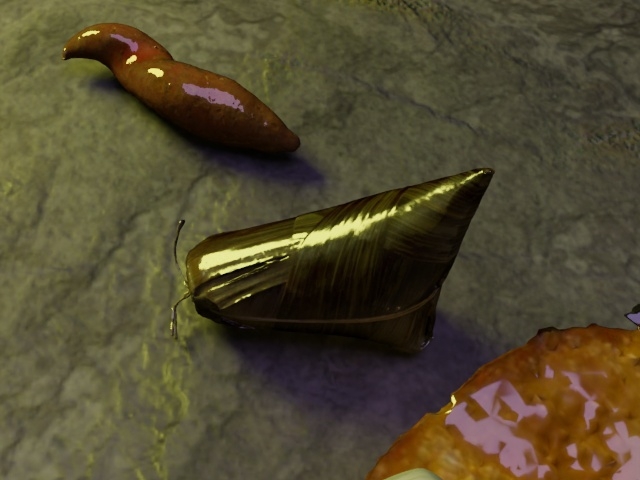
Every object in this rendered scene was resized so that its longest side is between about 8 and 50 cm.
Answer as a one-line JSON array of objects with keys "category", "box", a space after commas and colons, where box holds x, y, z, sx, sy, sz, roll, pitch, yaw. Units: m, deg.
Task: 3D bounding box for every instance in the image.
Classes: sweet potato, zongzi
[{"category": "sweet potato", "box": [-0.108, -0.118, 0.797, 0.202, 0.058, 0.055, 30, 77, 7]}, {"category": "zongzi", "box": [0.000, 0.000, 0.664, 0.187, 0.184, 0.084, 4, 56, -9]}]

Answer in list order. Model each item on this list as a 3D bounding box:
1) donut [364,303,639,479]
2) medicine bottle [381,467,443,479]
[{"category": "donut", "box": [0.216, 0.253, 0.563, 0.435, 0.163, 0.377, 36, 57, 15]}, {"category": "medicine bottle", "box": [-0.106, 0.221, 0.345, 0.395, 0.242, 0.243, -22, 62, 0]}]
